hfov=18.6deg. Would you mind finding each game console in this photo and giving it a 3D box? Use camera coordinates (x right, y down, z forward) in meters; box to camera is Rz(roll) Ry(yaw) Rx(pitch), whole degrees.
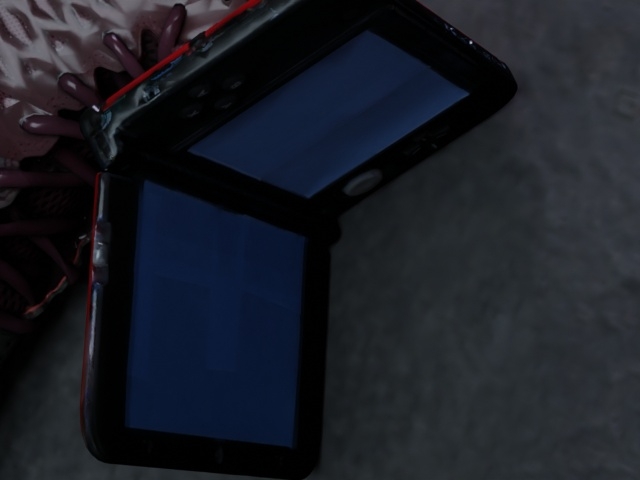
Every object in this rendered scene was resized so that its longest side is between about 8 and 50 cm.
[{"bbox_3d":[0.000,0.000,0.554,0.124,0.144,0.085,-32,71,16],"label":"game console"}]

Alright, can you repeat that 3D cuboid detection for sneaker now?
[{"bbox_3d":[-0.074,-0.034,0.619,0.162,0.106,0.281,11,85,23],"label":"sneaker"}]
